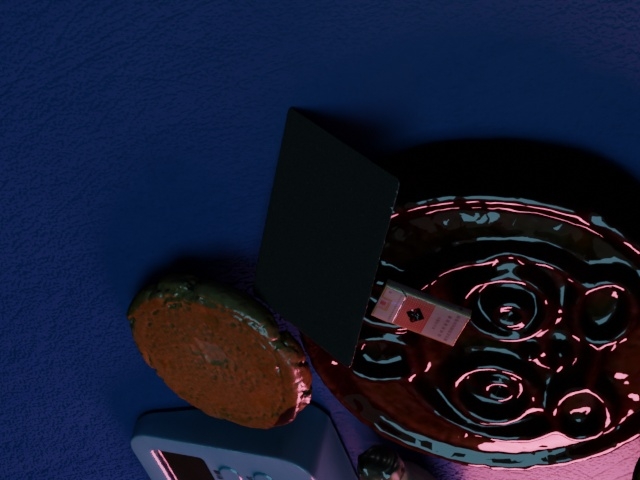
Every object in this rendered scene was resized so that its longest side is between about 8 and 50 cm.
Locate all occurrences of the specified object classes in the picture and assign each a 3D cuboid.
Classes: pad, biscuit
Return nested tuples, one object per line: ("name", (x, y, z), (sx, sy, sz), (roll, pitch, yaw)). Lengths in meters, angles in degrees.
("pad", (0.000, 0.000, 1.173), (0.143, 0.003, 0.211), (37, 129, 31))
("biscuit", (-0.105, 0.116, 1.330), (0.226, 0.042, 0.226), (21, 142, 17))
("biscuit", (0.170, 0.082, 1.239), (0.408, 0.091, 0.407), (7, 134, 7))

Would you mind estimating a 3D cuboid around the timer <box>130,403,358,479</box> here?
("timer", (-0.087, 0.298, 1.498), (0.250, 0.091, 0.231), (-6, 132, 22))

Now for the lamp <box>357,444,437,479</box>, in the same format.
("lamp", (0.107, 0.324, 1.471), (0.101, 0.101, 0.250), (-11, 131, 21))

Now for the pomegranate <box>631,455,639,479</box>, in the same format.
("pomegranate", (0.397, 0.248, 1.342), (0.122, 0.122, 0.161), (30, 94, -15))

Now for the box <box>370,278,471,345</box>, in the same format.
("box", (0.093, 0.067, 1.181), (0.083, 0.012, 0.046), (20, 134, -4))
